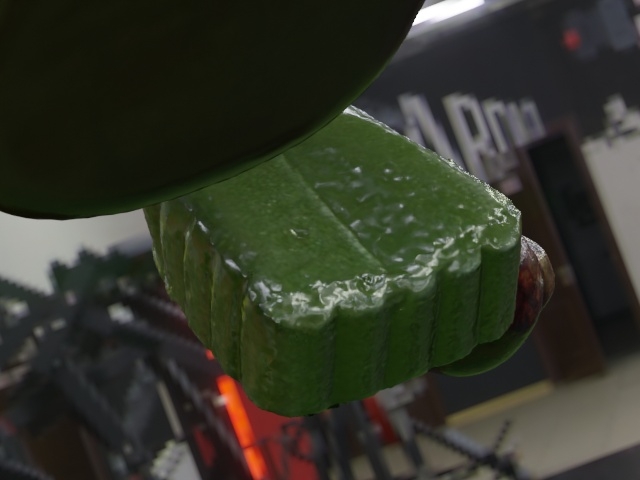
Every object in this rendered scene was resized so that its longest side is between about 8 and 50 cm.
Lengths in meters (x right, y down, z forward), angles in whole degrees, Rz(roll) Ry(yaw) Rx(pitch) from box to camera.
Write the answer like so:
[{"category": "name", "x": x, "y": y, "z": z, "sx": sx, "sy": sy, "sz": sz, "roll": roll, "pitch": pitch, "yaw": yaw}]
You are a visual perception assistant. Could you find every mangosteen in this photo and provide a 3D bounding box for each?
[{"category": "mangosteen", "x": 0.126, "y": 0.026, "z": 1.606, "sx": 0.156, "sy": 0.146, "sz": 0.181, "roll": 21, "pitch": 41, "yaw": 32}]

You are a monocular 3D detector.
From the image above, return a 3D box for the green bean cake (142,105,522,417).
[{"category": "green bean cake", "x": 0.000, "y": 0.000, "z": 1.377, "sx": 0.222, "sy": 0.248, "sz": 0.125, "roll": -22, "pitch": -43, "yaw": -24}]

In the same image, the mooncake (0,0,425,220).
[{"category": "mooncake", "x": -0.073, "y": -0.116, "z": 0.760, "sx": 0.234, "sy": 0.117, "sz": 0.235, "roll": -25, "pitch": -35, "yaw": -19}]
